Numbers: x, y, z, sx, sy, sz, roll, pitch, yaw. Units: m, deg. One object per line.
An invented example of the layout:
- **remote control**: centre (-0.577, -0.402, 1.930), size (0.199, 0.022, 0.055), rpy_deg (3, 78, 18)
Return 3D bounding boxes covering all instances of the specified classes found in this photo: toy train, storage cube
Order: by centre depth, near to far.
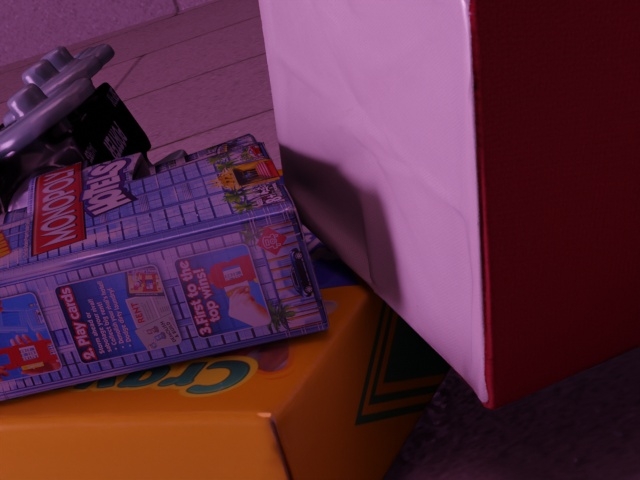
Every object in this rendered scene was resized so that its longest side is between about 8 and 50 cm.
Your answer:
- **storage cube**: centre (0.099, -0.077, 0.625), size (0.193, 0.215, 0.183), rpy_deg (-20, 38, -20)
- **toy train**: centre (-0.195, -0.026, 0.996), size (0.190, 0.142, 0.334), rpy_deg (-33, 14, 5)

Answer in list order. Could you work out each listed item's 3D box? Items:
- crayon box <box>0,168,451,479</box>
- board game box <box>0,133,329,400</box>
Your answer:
- **crayon box**: centre (-0.054, 0.061, 0.720), size (0.203, 0.083, 0.323), rpy_deg (-5, 25, 27)
- **board game box**: centre (-0.110, 0.009, 0.692), size (0.194, 0.060, 0.194), rpy_deg (-18, 22, -4)
